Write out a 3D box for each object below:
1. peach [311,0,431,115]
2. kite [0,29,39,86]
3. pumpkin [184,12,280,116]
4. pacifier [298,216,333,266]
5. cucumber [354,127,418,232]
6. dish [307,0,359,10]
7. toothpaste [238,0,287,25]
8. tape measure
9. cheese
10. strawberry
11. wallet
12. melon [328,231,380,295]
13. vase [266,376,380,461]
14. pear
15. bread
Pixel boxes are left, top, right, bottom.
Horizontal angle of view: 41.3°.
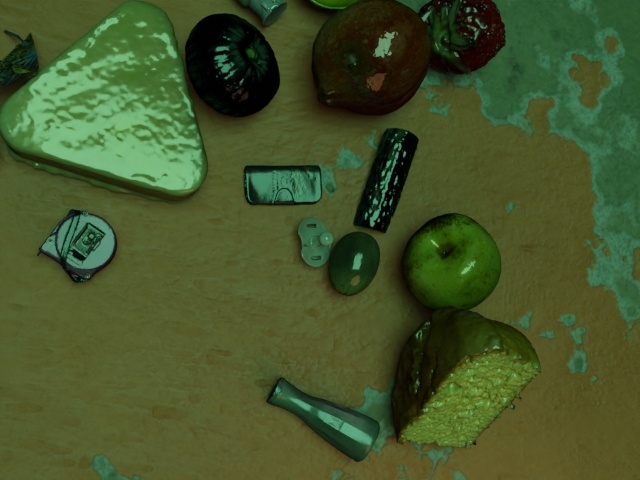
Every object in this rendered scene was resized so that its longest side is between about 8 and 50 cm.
[{"bbox_3d":[0.088,-0.348,1.656,0.232,0.232,0.256,43,65,-6],"label":"peach"},{"bbox_3d":[-0.568,-0.316,1.537,0.160,0.010,0.182,18,57,23],"label":"kite"},{"bbox_3d":[-0.171,-0.331,1.619,0.202,0.140,0.201,24,57,-42],"label":"pumpkin"},{"bbox_3d":[0.000,0.000,1.665,0.082,0.078,0.099,-6,83,-36],"label":"pacifier"},{"bbox_3d":[0.137,-0.120,1.721,0.078,0.062,0.211,20,78,-11],"label":"cucumber"},{"bbox_3d":[0.006,-0.543,1.734,0.149,0.080,0.207,-44,96,-11],"label":"dish"},{"bbox_3d":[-0.187,-0.562,1.699,0.114,0.073,0.299,-40,86,-15],"label":"toothpaste"},{"bbox_3d":[-0.436,0.010,1.552,0.118,0.074,0.125,33,78,-9],"label":"tape measure"},{"bbox_3d":[-0.413,-0.235,1.574,0.384,0.104,0.383,2,83,-14],"label":"cheese"},{"bbox_3d":[0.299,-0.433,1.754,0.202,0.187,0.184,-13,60,-42],"label":"strawberry"},{"bbox_3d":[-0.074,-0.110,1.689,0.157,0.018,0.082,0,83,-15],"label":"wallet"},{"bbox_3d":[0.065,0.045,1.663,0.098,0.098,0.130,27,81,-10],"label":"melon"},{"bbox_3d":[0.002,0.335,1.623,0.214,0.086,0.086,30,77,-4],"label":"vase"},{"bbox_3d":[0.260,0.051,1.672,0.198,0.197,0.197,2,82,-14],"label":"pear"},{"bbox_3d":[0.261,0.241,1.614,0.195,0.340,0.178,13,42,-18],"label":"bread"}]
